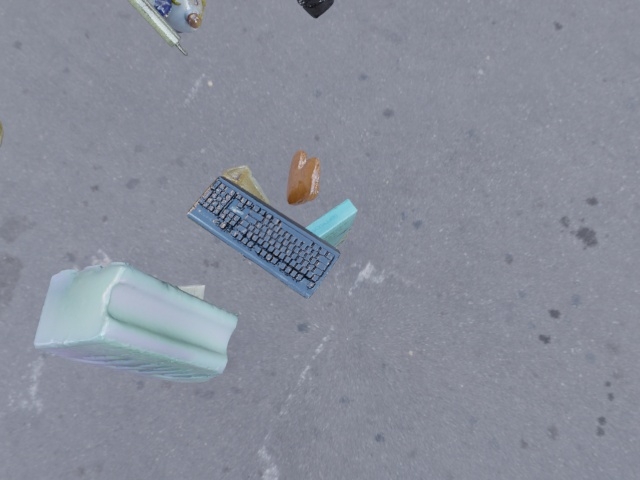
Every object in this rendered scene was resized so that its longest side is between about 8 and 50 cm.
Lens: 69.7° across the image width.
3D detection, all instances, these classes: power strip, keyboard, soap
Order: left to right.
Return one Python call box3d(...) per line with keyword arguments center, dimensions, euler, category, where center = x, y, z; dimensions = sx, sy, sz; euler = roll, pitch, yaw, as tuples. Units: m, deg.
box3d(center=(-0.402, -0.531, 1.052), dimensions=(0.034, 0.268, 0.092), euler=(-43, 38, 3), category="power strip")
box3d(center=(-0.365, 0.202, 0.998), dimensions=(0.261, 0.446, 0.156), euler=(-10, 63, 23), category="soap")
box3d(center=(-0.087, -0.009, 0.682), dimensions=(0.230, 0.025, 0.094), euler=(32, 73, 11), category="keyboard")

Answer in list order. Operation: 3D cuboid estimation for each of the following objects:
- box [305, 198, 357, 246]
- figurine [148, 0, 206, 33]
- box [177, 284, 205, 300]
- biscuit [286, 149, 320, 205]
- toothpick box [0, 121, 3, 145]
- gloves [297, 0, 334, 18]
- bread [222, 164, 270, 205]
box3d(center=(0.000, 0.000, 1.067), dimensions=(0.162, 0.229, 0.041), euler=(-34, 78, -13), category="box")
box3d(center=(-0.410, -0.634, 1.232), dimensions=(0.133, 0.274, 0.194), euler=(-39, 108, 26), category="figurine")
box3d(center=(-0.433, 0.188, 1.439), dimensions=(0.024, 0.166, 0.090), euler=(11, 95, 30), category="box")
box3d(center=(-0.055, -0.203, 1.416), dimensions=(0.036, 0.192, 0.187), euler=(13, 79, -28), category="biscuit")
box3d(center=(-0.782, -0.162, 0.953), dimensions=(0.174, 0.175, 0.272), euler=(-12, 58, 1), category="toothpick box")
box3d(center=(-0.036, -0.831, 1.439), dimensions=(0.164, 0.203, 0.124), euler=(-49, 48, 7), category="gloves")
box3d(center=(-0.239, -0.142, 1.500), dimensions=(0.081, 0.134, 0.225), euler=(-19, 118, 25), category="bread")
